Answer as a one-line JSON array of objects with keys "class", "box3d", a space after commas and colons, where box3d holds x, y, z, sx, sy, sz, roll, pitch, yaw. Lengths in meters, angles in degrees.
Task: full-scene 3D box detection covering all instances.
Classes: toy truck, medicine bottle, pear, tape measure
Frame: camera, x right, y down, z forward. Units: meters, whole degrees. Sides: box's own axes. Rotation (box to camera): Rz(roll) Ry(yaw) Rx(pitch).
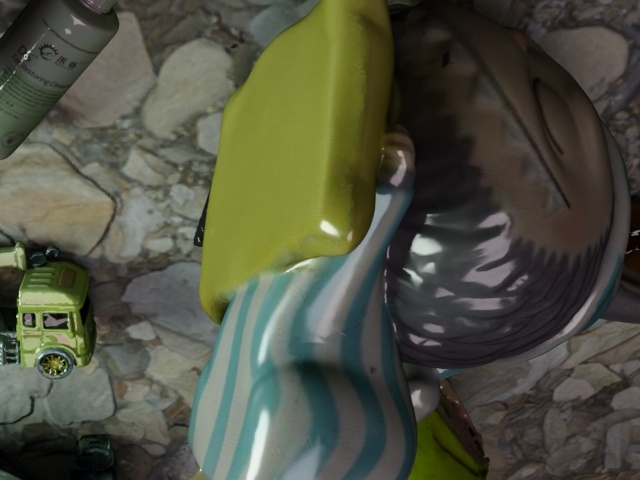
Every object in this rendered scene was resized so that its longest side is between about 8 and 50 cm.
[{"class": "toy truck", "box3d": [-0.268, 0.053, 0.843, 0.169, 0.077, 0.100, 2, 116, -5]}, {"class": "medicine bottle", "box3d": [-0.178, -0.137, 0.707, 0.057, 0.057, 0.199, 34, 118, -30]}, {"class": "pear", "box3d": [0.034, 0.215, 0.943, 0.219, 0.187, 0.187, -30, 127, 13]}, {"class": "tape measure", "box3d": [-0.267, 0.247, 0.980, 0.180, 0.107, 0.104, 10, 131, -19]}]

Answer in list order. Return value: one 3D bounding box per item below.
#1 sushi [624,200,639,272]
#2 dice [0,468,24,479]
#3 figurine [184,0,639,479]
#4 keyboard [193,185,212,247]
[{"class": "sushi", "box3d": [0.264, 0.003, 0.887, 0.120, 0.052, 0.055, -18, 147, 4]}, {"class": "dice", "box3d": [-0.357, 0.400, 0.891, 0.348, 0.330, 0.328, 11, 132, 20]}, {"class": "figurine", "box3d": [0.116, 0.040, 0.713, 0.377, 0.266, 0.361, 13, 88, -19]}, {"class": "keyboard", "box3d": [0.000, 0.000, 0.873, 0.204, 0.013, 0.061, 12, 126, -17]}]
